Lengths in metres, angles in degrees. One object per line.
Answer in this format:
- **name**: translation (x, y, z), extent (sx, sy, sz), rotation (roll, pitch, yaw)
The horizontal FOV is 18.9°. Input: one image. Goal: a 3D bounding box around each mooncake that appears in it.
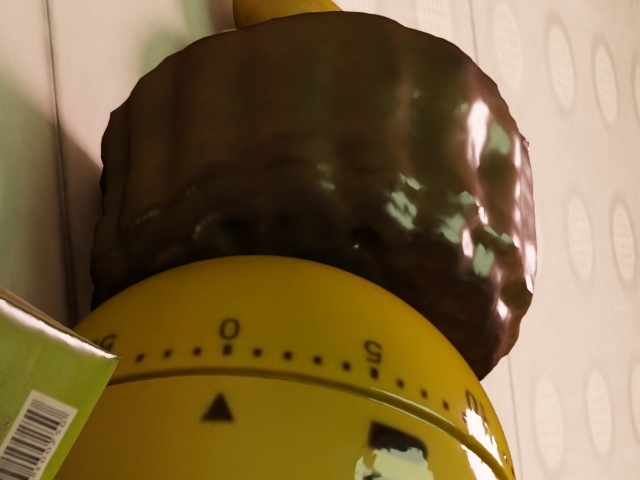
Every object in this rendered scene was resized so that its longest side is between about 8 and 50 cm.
- **mooncake**: translation (-0.001, -0.001, 1.379), extent (0.324, 0.324, 0.187), rotation (56, 27, -46)

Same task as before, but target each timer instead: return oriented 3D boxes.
- **timer**: translation (-0.041, 0.212, 1.191), extent (0.376, 0.376, 0.387), rotation (57, 28, -46)

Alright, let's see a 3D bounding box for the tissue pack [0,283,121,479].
- **tissue pack**: translation (-0.251, 0.114, 0.839), extent (0.274, 0.167, 0.200), rotation (-59, 148, -4)

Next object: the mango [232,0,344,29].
- **mango**: translation (-0.014, -0.161, 1.678), extent (0.098, 0.137, 0.195), rotation (-47, 120, -11)

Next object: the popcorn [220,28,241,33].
- **popcorn**: translation (-0.058, -0.109, 1.585), extent (0.106, 0.116, 0.120), rotation (-61, 176, -14)
